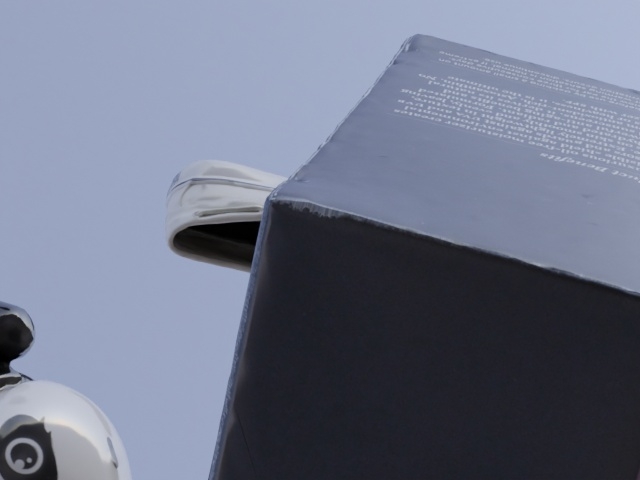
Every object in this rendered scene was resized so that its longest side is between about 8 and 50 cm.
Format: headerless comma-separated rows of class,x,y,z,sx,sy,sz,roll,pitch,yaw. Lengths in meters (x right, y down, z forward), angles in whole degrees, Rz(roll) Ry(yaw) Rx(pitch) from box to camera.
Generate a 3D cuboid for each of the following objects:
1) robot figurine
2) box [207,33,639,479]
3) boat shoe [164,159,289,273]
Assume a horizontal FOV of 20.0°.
robot figurine,-0.253,0.153,1.120,0.173,0.278,0.209,-56,-32,-48
box,0.065,0.091,0.867,0.294,0.182,0.296,-52,-24,-66
boat shoe,0.000,0.000,1.528,0.267,0.088,0.096,14,-48,-7
